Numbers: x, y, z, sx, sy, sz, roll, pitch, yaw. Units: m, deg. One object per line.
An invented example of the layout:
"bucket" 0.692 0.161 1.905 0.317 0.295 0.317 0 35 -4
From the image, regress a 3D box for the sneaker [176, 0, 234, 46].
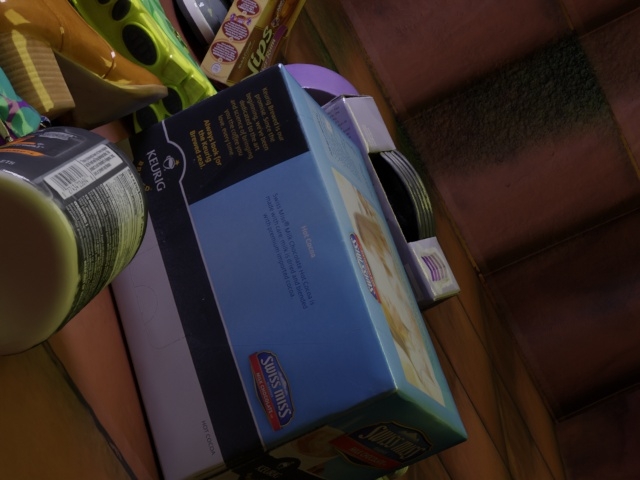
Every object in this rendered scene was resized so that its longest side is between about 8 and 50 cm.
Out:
"sneaker" -0.109 -0.384 1.999 0.123 0.178 0.295 60 13 -23

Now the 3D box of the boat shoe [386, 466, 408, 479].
"boat shoe" 0.031 0.219 1.677 0.227 0.079 0.081 56 23 -17

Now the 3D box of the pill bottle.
"pill bottle" -0.202 -0.011 0.993 0.130 0.130 0.245 63 12 -8

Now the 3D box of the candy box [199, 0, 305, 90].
"candy box" -0.092 -0.295 1.916 0.053 0.186 0.109 25 -2 21

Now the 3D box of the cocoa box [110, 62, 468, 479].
"cocoa box" -0.043 0.057 1.292 0.231 0.228 0.347 41 27 -62

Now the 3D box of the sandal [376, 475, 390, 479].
"sandal" 0.028 0.287 1.483 0.086 0.120 0.302 -42 107 -48

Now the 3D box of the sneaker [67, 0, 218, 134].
"sneaker" -0.183 -0.200 1.495 0.295 0.109 0.123 59 18 -25

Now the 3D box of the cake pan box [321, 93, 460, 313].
"cake pan box" 0.000 0.000 1.512 0.070 0.267 0.245 -13 75 -55

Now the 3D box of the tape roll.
"tape roll" -0.027 -0.137 1.838 0.189 0.189 0.080 59 14 -27

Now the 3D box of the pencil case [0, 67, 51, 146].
"pencil case" -0.278 -0.128 1.054 0.151 0.064 0.070 56 -10 -34

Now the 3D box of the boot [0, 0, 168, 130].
"boot" -0.249 -0.207 1.245 0.211 0.104 0.295 65 16 1
